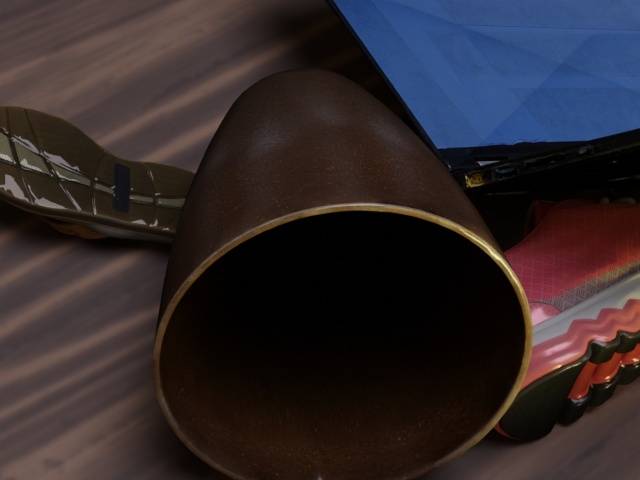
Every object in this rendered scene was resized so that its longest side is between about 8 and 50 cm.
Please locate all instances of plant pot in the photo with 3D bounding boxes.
[{"bbox_3d":[0.000,0.000,1.064,0.215,0.215,0.230,6,35,-12],"label":"plant pot"}]

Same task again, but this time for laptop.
[{"bbox_3d":[0.246,-0.159,1.173,0.382,0.408,0.236,-5,85,-40],"label":"laptop"}]

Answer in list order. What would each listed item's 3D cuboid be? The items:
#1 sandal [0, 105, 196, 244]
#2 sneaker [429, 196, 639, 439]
[{"bbox_3d":[-0.150,-0.030,1.129,0.180,0.049,0.072,18,53,-21],"label":"sandal"},{"bbox_3d":[0.207,0.009,1.156,0.314,0.116,0.136,-22,60,-30],"label":"sneaker"}]
